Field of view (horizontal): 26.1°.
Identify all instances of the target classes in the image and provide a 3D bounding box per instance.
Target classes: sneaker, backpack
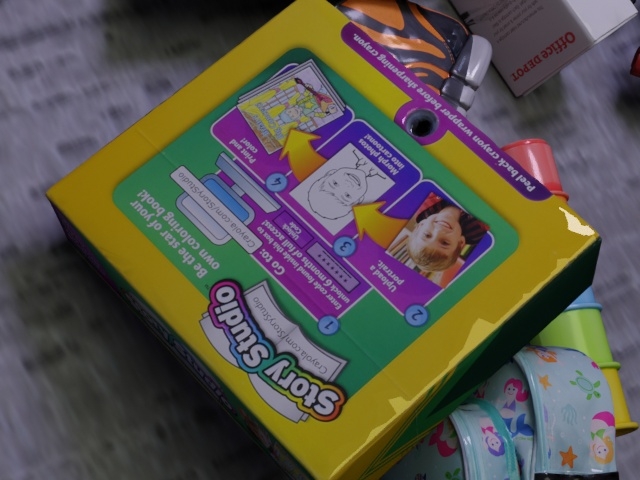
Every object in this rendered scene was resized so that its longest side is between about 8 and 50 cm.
[{"bbox_3d":[0.045,-0.120,1.377,0.180,0.124,0.321,28,52,-9],"label":"sneaker"},{"bbox_3d":[0.160,0.216,1.239,0.191,0.225,0.253,11,75,-24],"label":"backpack"}]

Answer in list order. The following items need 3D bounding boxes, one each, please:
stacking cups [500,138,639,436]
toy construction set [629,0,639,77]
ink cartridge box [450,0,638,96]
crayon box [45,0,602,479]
[{"bbox_3d":[0.248,0.048,1.415,0.096,0.096,0.316,-1,73,-26],"label":"stacking cups"},{"bbox_3d":[0.475,-0.281,1.514,0.309,0.237,0.257,43,53,16],"label":"toy construction set"},{"bbox_3d":[0.220,-0.278,1.485,0.086,0.148,0.203,-35,90,-32],"label":"ink cartridge box"},{"bbox_3d":[0.000,0.000,1.194,0.313,0.106,0.363,-40,67,-14],"label":"crayon box"}]
